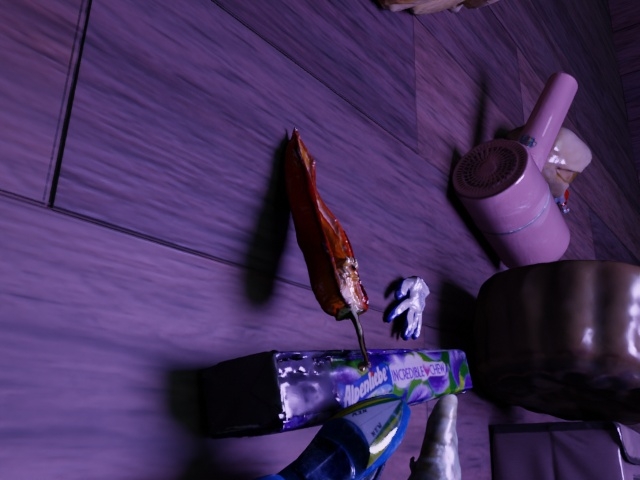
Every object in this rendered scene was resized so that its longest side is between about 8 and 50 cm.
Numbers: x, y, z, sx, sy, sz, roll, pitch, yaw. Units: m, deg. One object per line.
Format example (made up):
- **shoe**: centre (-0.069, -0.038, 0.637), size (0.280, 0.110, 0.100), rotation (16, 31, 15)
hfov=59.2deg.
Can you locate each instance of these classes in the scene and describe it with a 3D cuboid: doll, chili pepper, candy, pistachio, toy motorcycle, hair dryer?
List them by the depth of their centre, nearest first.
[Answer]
- **toy motorcycle**: centre (-0.037, 0.189, 0.369), size (0.254, 0.092, 0.135), rotation (-23, 138, -36)
- **chili pepper**: centre (0.000, 0.000, 0.518), size (0.059, 0.050, 0.267), rotation (21, 40, -47)
- **candy**: centre (0.035, 0.134, 0.526), size (0.312, 0.088, 0.061), rotation (12, 65, -50)
- **hair dryer**: centre (0.369, -0.140, 0.948), size (0.210, 0.125, 0.352), rotation (46, 66, -35)
- **pistachio**: centre (0.451, -0.161, 1.117), size (0.238, 0.138, 0.153), rotation (12, 42, -43)
- **doll**: centre (0.567, -0.107, 1.333), size (0.114, 0.039, 0.057), rotation (35, 80, -51)

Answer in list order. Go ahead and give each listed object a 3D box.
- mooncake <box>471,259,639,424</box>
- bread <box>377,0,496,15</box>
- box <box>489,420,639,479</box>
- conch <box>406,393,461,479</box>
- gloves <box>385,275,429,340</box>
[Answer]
- **mooncake**: centre (0.352, 0.146, 0.770), size (0.290, 0.290, 0.161), rotation (36, 56, -41)
- **bread**: centre (0.233, -0.535, 0.753), size (0.279, 0.390, 0.371), rotation (-27, 100, -47)
- **box**: centre (0.392, 0.366, 0.844), size (0.252, 0.188, 0.153), rotation (31, 54, -47)
- **conch**: centre (0.122, 0.352, 0.505), size (0.170, 0.203, 0.386), rotation (23, 65, 3)
- **gloves**: centre (0.106, 0.081, 0.689), size (0.064, 0.026, 0.086), rotation (42, 54, -35)
